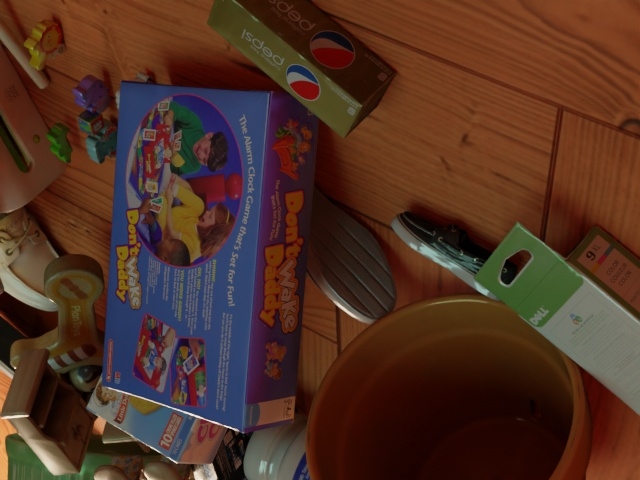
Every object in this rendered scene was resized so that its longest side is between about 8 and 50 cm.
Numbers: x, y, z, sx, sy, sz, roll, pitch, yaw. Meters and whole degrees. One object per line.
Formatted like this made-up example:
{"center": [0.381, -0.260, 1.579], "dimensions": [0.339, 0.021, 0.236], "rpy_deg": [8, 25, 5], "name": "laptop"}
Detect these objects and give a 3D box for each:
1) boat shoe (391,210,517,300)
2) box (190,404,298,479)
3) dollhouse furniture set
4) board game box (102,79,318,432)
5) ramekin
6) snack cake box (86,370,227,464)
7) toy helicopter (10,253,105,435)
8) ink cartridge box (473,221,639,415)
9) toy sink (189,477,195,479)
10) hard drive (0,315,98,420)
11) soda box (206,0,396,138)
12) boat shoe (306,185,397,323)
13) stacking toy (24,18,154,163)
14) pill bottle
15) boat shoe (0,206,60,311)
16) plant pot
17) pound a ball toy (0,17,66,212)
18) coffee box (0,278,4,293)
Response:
{"center": [0.138, 0.007, 1.225], "dimensions": [0.142, 0.049, 0.040], "rpy_deg": [35, 112, 17], "name": "boat shoe"}
{"center": [-0.106, 0.243, 1.612], "dimensions": [0.051, 0.175, 0.220], "rpy_deg": [18, 139, 30], "name": "box"}
{"center": [-0.285, 0.231, 1.652], "dimensions": [0.242, 0.212, 0.161], "rpy_deg": [-8, 136, 17], "name": "dollhouse furniture set"}
{"center": [-0.124, 0.009, 1.298], "dimensions": [0.233, 0.078, 0.347], "rpy_deg": [10, 98, 40], "name": "board game box"}
{"center": [-0.356, 0.397, 1.915], "dimensions": [0.303, 0.148, 0.303], "rpy_deg": [6, 175, 1], "name": "ramekin"}
{"center": [-0.155, 0.119, 1.457], "dimensions": [0.152, 0.264, 0.089], "rpy_deg": [24, 180, 26], "name": "snack cake box"}
{"center": [-0.336, 0.147, 1.757], "dimensions": [0.234, 0.140, 0.355], "rpy_deg": [-2, 139, -10], "name": "toy helicopter"}
{"center": [0.259, 0.059, 1.132], "dimensions": [0.209, 0.062, 0.109], "rpy_deg": [40, 146, 7], "name": "ink cartridge box"}
{"center": [-0.126, 0.444, 1.891], "dimensions": [0.152, 0.131, 0.234], "rpy_deg": [33, 145, 17], "name": "toy sink"}
{"center": [-0.518, 0.190, 2.021], "dimensions": [0.339, 0.064, 0.237], "rpy_deg": [40, 164, 4], "name": "hard drive"}
{"center": [-0.020, -0.186, 1.159], "dimensions": [0.181, 0.061, 0.058], "rpy_deg": [40, 147, 7], "name": "soda box"}
{"center": [0.000, 0.000, 1.341], "dimensions": [0.226, 0.083, 0.076], "rpy_deg": [54, 158, 6], "name": "boat shoe"}
{"center": [-0.272, -0.150, 1.480], "dimensions": [0.167, 0.052, 0.221], "rpy_deg": [30, 146, 23], "name": "stacking toy"}
{"center": [0.038, 0.319, 1.566], "dimensions": [0.272, 0.152, 0.152], "rpy_deg": [22, 141, 30], "name": "pill bottle"}
{"center": [-0.468, -0.010, 1.787], "dimensions": [0.277, 0.098, 0.096], "rpy_deg": [44, 147, 2], "name": "boat shoe"}
{"center": [0.155, 0.228, 1.260], "dimensions": [0.290, 0.291, 0.203], "rpy_deg": [15, 154, 36], "name": "plant pot"}
{"center": [-0.453, -0.188, 1.546], "dimensions": [0.208, 0.136, 0.319], "rpy_deg": [7, 132, 42], "name": "pound a ball toy"}
{"center": [-0.669, -0.050, 1.573], "dimensions": [0.334, 0.337, 0.338], "rpy_deg": [62, 176, 21], "name": "coffee box"}
